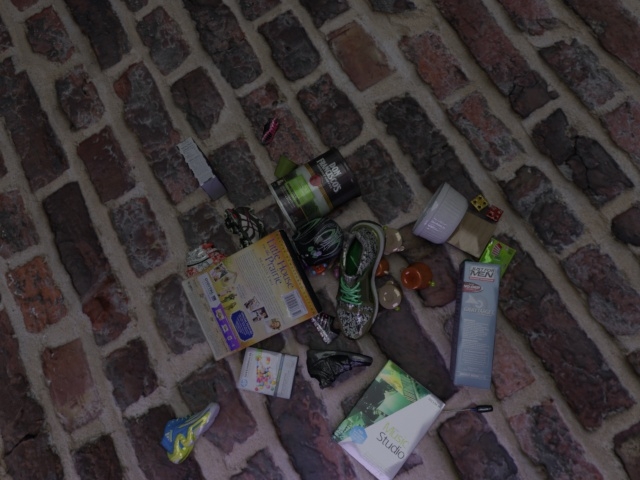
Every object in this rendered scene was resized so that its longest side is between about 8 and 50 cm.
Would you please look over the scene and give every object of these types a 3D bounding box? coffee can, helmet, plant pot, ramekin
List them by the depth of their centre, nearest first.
[{"bbox_3d":[0.000,0.000,1.657,0.161,0.169,0.169,-29,74,6],"label":"helmet"},{"bbox_3d":[0.414,-0.085,1.666,0.109,0.207,0.207,33,82,4],"label":"ramekin"},{"bbox_3d":[-0.022,-0.179,1.737,0.275,0.201,0.201,-30,75,-1],"label":"coffee can"},{"bbox_3d":[-0.136,-0.271,1.843,0.083,0.083,0.079,30,94,13],"label":"plant pot"}]

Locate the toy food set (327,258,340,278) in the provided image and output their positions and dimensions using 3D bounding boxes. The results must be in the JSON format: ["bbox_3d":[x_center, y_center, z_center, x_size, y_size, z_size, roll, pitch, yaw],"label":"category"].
[{"bbox_3d":[0.089,0.111,1.744,0.122,0.019,0.078,34,82,12],"label":"toy food set"}]

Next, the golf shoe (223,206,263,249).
[{"bbox_3d":[-0.247,-0.027,1.751,0.120,0.105,0.273,-20,57,-25],"label":"golf shoe"}]

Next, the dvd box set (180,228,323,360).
[{"bbox_3d":[-0.239,0.187,1.638,0.420,0.062,0.308,-28,85,18],"label":"dvd box set"}]

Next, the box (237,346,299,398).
[{"bbox_3d":[-0.179,0.455,1.680,0.186,0.038,0.145,10,77,10],"label":"box"}]

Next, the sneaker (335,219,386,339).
[{"bbox_3d":[0.104,0.136,1.615,0.158,0.182,0.410,8,96,26],"label":"sneaker"}]

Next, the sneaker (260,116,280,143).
[{"bbox_3d":[-0.208,-0.433,1.909,0.057,0.047,0.119,21,77,31],"label":"sneaker"}]

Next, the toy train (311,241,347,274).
[{"bbox_3d":[0.023,0.047,1.751,0.166,0.046,0.125,-39,68,-1],"label":"toy train"}]

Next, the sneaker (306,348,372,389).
[{"bbox_3d":[0.062,0.434,1.634,0.227,0.087,0.130,-1,78,10],"label":"sneaker"}]

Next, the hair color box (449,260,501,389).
[{"bbox_3d":[0.488,0.260,1.546,0.113,0.185,0.374,5,85,11],"label":"hair color box"}]

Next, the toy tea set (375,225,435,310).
[{"bbox_3d":[0.252,0.066,1.709,0.200,0.124,0.336,-33,76,28],"label":"toy tea set"}]

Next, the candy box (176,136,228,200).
[{"bbox_3d":[-0.442,-0.266,1.826,0.070,0.165,0.196,-33,74,-4],"label":"candy box"}]

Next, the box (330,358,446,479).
[{"bbox_3d":[0.221,0.588,1.589,0.232,0.058,0.322,37,82,14],"label":"box"}]

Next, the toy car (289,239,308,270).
[{"bbox_3d":[-0.106,0.085,1.724,0.136,0.159,0.182,-6,71,-33],"label":"toy car"}]

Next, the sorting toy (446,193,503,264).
[{"bbox_3d":[0.529,-0.027,1.713,0.132,0.046,0.274,29,81,13],"label":"sorting toy"}]

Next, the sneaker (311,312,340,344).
[{"bbox_3d":[0.010,0.272,1.692,0.075,0.063,0.170,-32,79,-2],"label":"sneaker"}]

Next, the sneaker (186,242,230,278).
[{"bbox_3d":[-0.362,0.070,1.771,0.270,0.090,0.145,-14,77,6],"label":"sneaker"}]

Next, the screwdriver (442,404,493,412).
[{"bbox_3d":[0.476,0.551,1.588,0.170,0.024,0.025,-3,105,8],"label":"screwdriver"}]

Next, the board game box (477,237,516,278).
[{"bbox_3d":[0.587,0.093,1.678,0.092,0.043,0.181,29,81,13],"label":"board game box"}]

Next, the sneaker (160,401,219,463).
[{"bbox_3d":[-0.452,0.623,1.642,0.126,0.091,0.240,36,83,14],"label":"sneaker"}]
